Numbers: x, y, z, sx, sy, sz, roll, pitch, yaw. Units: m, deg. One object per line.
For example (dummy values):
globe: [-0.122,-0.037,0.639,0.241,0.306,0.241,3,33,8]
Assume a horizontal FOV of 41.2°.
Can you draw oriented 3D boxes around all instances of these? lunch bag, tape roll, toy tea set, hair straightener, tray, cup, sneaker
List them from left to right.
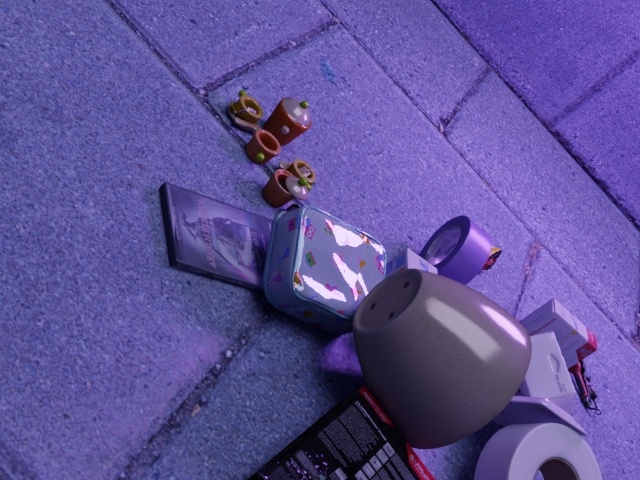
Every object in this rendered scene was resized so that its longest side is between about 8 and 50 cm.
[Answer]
toy tea set: [-0.077,-0.223,1.964,0.200,0.124,0.336,11,48,-46]
lunch bag: [0.015,0.059,1.723,0.279,0.108,0.224,28,58,-41]
cup: [0.197,0.192,1.627,0.237,0.331,0.331,48,30,-19]
tape roll: [0.334,0.035,2.134,0.080,0.189,0.189,39,33,-17]
sneaker: [0.408,0.044,2.337,0.092,0.088,0.225,39,26,25]
tray: [0.439,0.372,1.855,0.145,0.270,0.030,34,68,-22]
tape roll: [0.446,0.516,1.732,0.286,0.100,0.286,8,75,-33]
hair straightener: [0.752,0.388,2.405,0.089,0.047,0.230,19,42,-39]

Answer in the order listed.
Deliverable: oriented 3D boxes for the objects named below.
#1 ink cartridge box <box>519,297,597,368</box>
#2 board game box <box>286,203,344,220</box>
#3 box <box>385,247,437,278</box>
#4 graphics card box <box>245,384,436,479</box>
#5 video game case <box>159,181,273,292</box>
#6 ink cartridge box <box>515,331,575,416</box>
ink cartridge box: [0.654,0.260,2.345,0.175,0.127,0.072,41,31,-13]
board game box: [0.000,0.000,1.882,0.194,0.060,0.194,16,44,-43]
box: [0.196,0.138,1.923,0.103,0.114,0.203,34,35,-25]
graphics card box: [0.036,0.422,1.441,0.233,0.094,0.371,53,31,6]
video game case: [-0.187,0.002,1.682,0.274,0.026,0.196,20,41,-39]
ink cartridge box: [0.520,0.353,1.991,0.237,0.100,0.172,74,4,-49]
